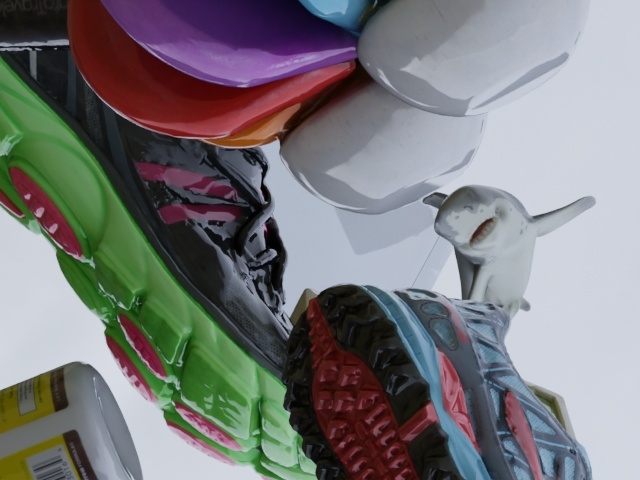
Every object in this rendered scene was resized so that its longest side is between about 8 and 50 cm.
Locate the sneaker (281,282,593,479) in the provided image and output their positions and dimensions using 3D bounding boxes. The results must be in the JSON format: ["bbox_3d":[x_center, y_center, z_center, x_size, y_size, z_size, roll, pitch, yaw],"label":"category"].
[{"bbox_3d":[0.087,0.130,0.792,0.104,0.125,0.261,-40,-117,44],"label":"sneaker"}]

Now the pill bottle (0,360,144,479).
[{"bbox_3d":[-0.238,0.172,1.255,0.215,0.117,0.117,-21,-157,1],"label":"pill bottle"}]

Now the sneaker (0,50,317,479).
[{"bbox_3d":[-0.093,-0.020,1.311,0.202,0.483,0.185,-37,-177,-23],"label":"sneaker"}]

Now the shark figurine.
[{"bbox_3d":[0.104,0.026,1.392,0.166,0.116,0.278,-29,148,-33],"label":"shark figurine"}]

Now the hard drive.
[{"bbox_3d":[0.000,0.000,1.980,0.047,0.353,0.233,26,-94,46],"label":"hard drive"}]

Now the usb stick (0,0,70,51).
[{"bbox_3d":[-0.153,-0.152,1.091,0.045,0.077,0.278,-16,-166,-43],"label":"usb stick"}]

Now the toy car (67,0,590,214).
[{"bbox_3d":[-0.013,-0.091,0.579,0.136,0.159,0.182,-20,167,-25],"label":"toy car"}]

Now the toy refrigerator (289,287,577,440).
[{"bbox_3d":[0.093,0.144,1.643,0.102,0.270,0.094,-92,-153,-67],"label":"toy refrigerator"}]
